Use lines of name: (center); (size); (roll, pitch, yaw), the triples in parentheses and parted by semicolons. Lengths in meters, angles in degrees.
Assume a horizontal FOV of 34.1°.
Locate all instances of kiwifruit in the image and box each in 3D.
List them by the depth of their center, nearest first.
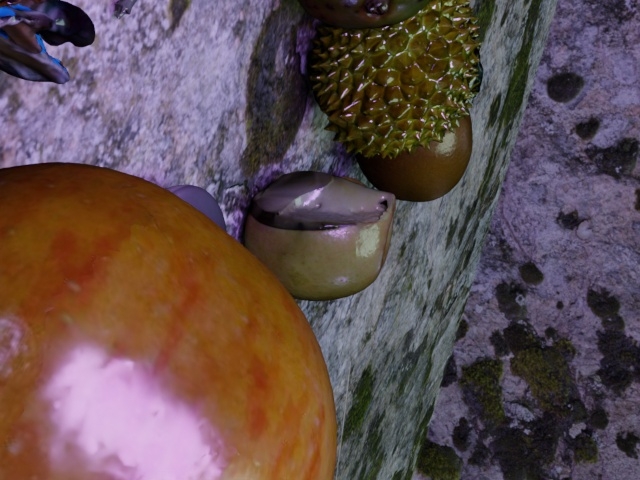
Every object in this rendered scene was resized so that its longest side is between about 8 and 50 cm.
kiwifruit: (0.143, -0.160, 1.636); (0.234, 0.196, 0.196); (76, 39, -71)

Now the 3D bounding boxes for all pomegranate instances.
pomegranate: (0.053, -0.360, 1.211); (0.202, 0.202, 0.248); (79, 6, -58)

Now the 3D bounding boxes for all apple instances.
apple: (-0.178, 0.128, 0.743); (0.400, 0.400, 0.333); (78, 31, -59)
apple: (0.000, 0.000, 1.415); (0.207, 0.188, 0.174); (39, 69, -74)

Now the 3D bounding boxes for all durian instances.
durian: (0.110, -0.245, 1.393); (0.291, 0.225, 0.291); (-52, 152, -43)

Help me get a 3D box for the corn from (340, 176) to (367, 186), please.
corn: (0.032, -0.057, 1.636); (0.165, 0.063, 0.085); (-8, 94, -70)

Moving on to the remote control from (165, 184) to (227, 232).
remote control: (-0.195, 0.066, 1.071); (0.332, 0.103, 0.221); (-43, 151, -56)

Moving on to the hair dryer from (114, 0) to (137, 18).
hair dryer: (-0.131, -0.281, 0.965); (0.197, 0.057, 0.100); (-57, 157, -17)

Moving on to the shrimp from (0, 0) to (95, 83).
shrimp: (-0.282, -0.153, 0.586); (0.446, 0.110, 0.221); (6, 107, -65)
